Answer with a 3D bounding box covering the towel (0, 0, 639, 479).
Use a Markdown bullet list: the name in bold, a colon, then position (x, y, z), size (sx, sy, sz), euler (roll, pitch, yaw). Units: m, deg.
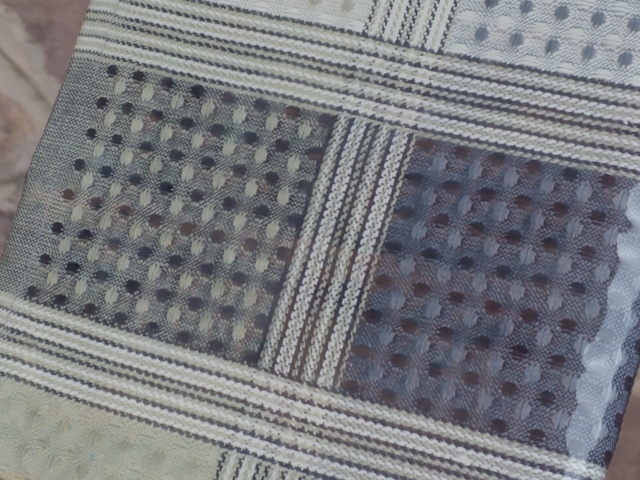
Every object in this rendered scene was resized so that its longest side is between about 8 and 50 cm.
- **towel**: position (0.000, 0.000, 0.714), size (0.056, 0.324, 0.312), euler (46, 60, -69)
